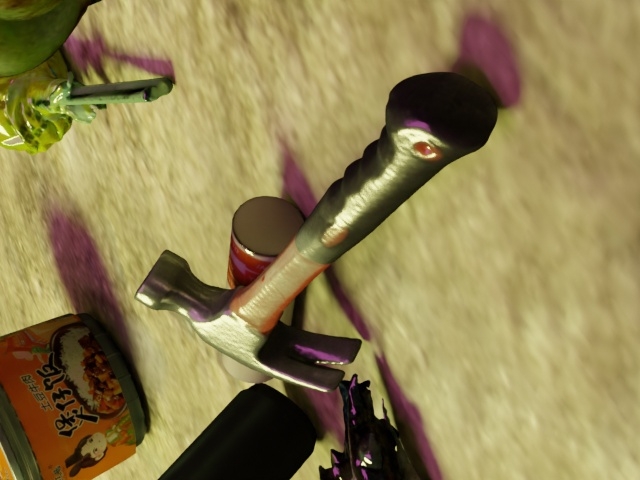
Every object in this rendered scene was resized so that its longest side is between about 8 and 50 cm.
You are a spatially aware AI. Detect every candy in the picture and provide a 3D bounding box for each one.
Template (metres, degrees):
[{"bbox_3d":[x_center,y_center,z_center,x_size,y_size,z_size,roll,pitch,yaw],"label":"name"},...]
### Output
[{"bbox_3d":[-0.158,-0.093,1.003,0.077,0.073,0.262,54,157,-23],"label":"candy"}]

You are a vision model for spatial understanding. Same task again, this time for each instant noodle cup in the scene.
[{"bbox_3d":[-0.221,0.137,1.293,0.177,0.126,0.208,62,159,11],"label":"instant noodle cup"}]

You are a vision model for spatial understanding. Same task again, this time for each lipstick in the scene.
[{"bbox_3d":[-0.032,0.029,0.848,0.038,0.038,0.130,55,156,26],"label":"lipstick"}]

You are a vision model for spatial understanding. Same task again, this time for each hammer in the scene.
[{"bbox_3d":[0.000,0.000,0.700,0.111,0.033,0.287,32,152,-5],"label":"hammer"}]

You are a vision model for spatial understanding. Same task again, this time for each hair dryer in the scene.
[{"bbox_3d":[0.002,0.177,0.894,0.198,0.100,0.057,40,156,11],"label":"hair dryer"}]

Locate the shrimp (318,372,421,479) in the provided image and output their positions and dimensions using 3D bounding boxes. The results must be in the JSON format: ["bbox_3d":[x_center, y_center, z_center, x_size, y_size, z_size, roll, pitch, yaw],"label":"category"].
[{"bbox_3d":[-0.013,0.198,0.838,0.051,0.198,0.261,-48,-53,-64],"label":"shrimp"}]

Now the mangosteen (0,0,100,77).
[{"bbox_3d":[-0.141,-0.183,0.617,0.243,0.243,0.243,50,154,35],"label":"mangosteen"}]
